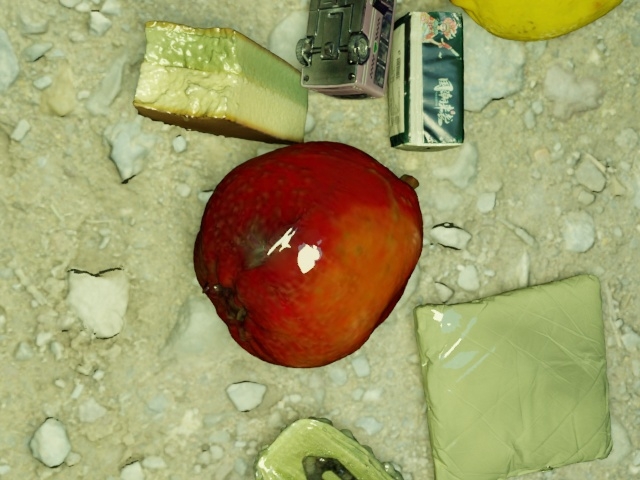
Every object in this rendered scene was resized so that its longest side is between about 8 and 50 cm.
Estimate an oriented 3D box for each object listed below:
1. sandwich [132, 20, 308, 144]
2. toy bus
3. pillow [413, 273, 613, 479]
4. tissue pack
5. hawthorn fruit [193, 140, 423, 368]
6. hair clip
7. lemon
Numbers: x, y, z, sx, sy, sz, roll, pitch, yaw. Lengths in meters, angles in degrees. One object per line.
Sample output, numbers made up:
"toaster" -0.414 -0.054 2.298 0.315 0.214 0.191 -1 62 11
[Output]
"sandwich" -0.107 -0.181 0.938 0.220 0.186 0.108 10 91 -12
"toy bus" 0.042 -0.283 0.993 0.108 0.096 0.199 11 85 -55
"pillow" 0.267 0.197 1.073 0.280 0.076 0.274 -10 99 -15
"tissue pack" 0.136 -0.203 1.021 0.090 0.103 0.170 1 91 -11
"hawthorn fruit" 0.000 0.000 0.934 0.307 0.265 0.265 -40 98 -27
"hair clip" 0.054 0.343 1.033 0.138 0.091 0.321 -46 106 1
"lemon" 0.284 -0.381 0.971 0.284 0.260 0.260 -11 94 -14
